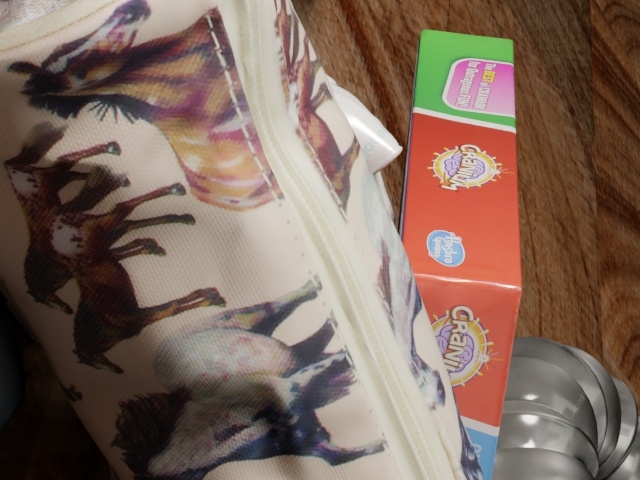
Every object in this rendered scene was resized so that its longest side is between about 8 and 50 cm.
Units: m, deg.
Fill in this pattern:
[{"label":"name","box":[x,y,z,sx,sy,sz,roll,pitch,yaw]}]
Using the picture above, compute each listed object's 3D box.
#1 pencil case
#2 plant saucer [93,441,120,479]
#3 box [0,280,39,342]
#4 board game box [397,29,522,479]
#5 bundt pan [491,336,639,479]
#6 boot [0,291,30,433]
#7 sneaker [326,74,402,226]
[{"label":"pencil case","box":[-0.026,0.036,0.673,0.160,0.184,0.410,-51,127,-44]},{"label":"plant saucer","box":[-0.063,0.138,0.843,0.198,0.036,0.198,45,33,-40]},{"label":"box","box":[-0.106,-0.076,0.861,0.113,0.094,0.275,57,27,-25]},{"label":"board game box","box":[0.075,0.043,0.975,0.316,0.064,0.242,-80,175,-59]},{"label":"bundt pan","box":[0.186,0.216,1.174,0.331,0.124,0.330,44,33,-40]},{"label":"boot","box":[-0.155,0.118,0.606,0.246,0.094,0.207,55,29,-19]},{"label":"sneaker","box":[0.000,0.000,0.913,0.080,0.094,0.212,-46,159,-33]}]
